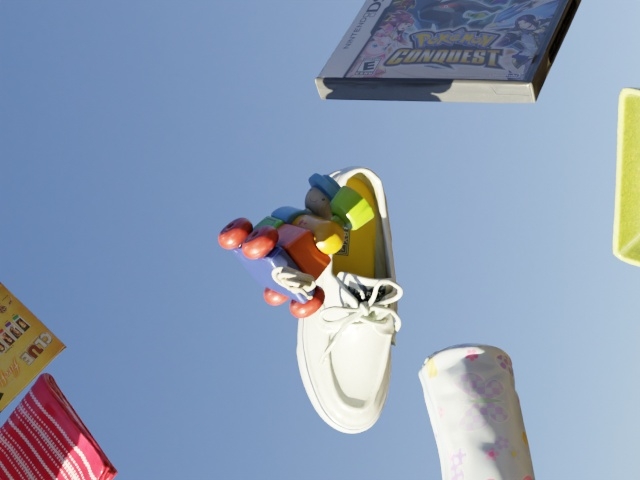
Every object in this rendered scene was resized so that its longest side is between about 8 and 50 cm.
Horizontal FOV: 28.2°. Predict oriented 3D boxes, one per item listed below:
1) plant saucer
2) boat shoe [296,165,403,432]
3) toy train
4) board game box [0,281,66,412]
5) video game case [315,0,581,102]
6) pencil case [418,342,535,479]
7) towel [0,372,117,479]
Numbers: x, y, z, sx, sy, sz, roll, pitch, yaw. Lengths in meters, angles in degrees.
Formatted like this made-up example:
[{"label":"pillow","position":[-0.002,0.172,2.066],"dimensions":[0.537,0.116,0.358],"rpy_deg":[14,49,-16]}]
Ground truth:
[{"label":"plant saucer","position":[0.343,-0.040,1.064],"dimensions":[0.045,0.188,0.188],"rpy_deg":[-46,-37,-36]},{"label":"boat shoe","position":[0.054,0.076,1.722],"dimensions":[0.156,0.135,0.367],"rpy_deg":[155,119,-73]},{"label":"toy train","position":[0.000,0.000,1.336],"dimensions":[0.143,0.248,0.105],"rpy_deg":[-42,-71,-12]},{"label":"board game box","position":[-0.384,0.130,1.209],"dimensions":[0.243,0.165,0.042],"rpy_deg":[-47,6,-34]},{"label":"video game case","position":[0.162,-0.256,1.542],"dimensions":[0.248,0.274,0.035],"rpy_deg":[-61,-37,-38]},{"label":"pencil case","position":[0.196,0.264,1.574],"dimensions":[0.113,0.124,0.273],"rpy_deg":[77,-174,-58]},{"label":"towel","position":[-0.421,0.350,1.828],"dimensions":[0.275,0.199,0.031],"rpy_deg":[-51,-28,16]}]
